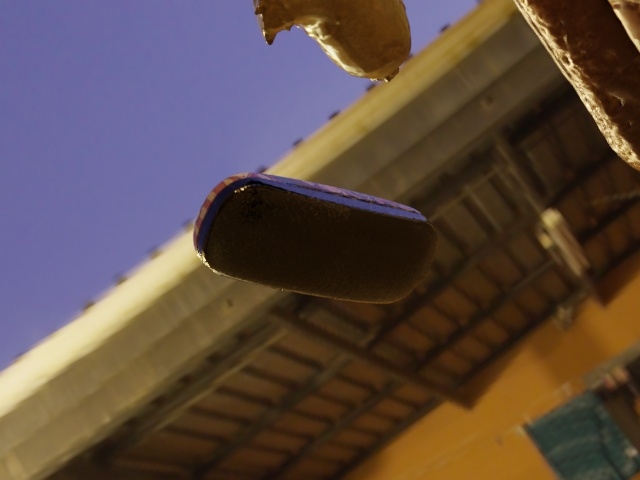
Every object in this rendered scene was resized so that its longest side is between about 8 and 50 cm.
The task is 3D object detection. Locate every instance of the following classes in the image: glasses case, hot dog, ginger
[{"bbox_3d":[0.000,0.000,1.527,0.321,0.082,0.122,11,-65,-36],"label":"glasses case"},{"bbox_3d":[0.209,-0.186,0.891,0.158,0.349,0.117,-7,40,55],"label":"hot dog"},{"bbox_3d":[0.016,-0.277,1.503,0.267,0.138,0.152,25,-69,-36],"label":"ginger"}]
